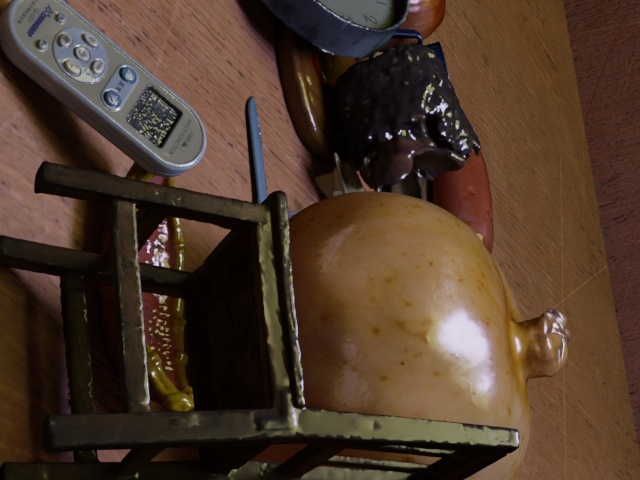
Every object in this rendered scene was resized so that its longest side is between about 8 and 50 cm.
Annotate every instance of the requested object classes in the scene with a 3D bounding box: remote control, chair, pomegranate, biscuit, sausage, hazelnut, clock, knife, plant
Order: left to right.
[{"bbox_3d":[-0.218,-0.153,1.440,0.244,0.047,0.087,40,48,-18],"label":"remote control"},{"bbox_3d":[-0.060,0.091,1.270,0.416,0.203,0.240,4,65,-24],"label":"chair"},{"bbox_3d":[-0.075,-0.057,1.873,0.044,0.019,0.313,49,32,-62],"label":"knife"},{"bbox_3d":[-0.001,-0.402,2.070,0.313,0.061,0.312,29,41,-28],"label":"clock"},{"bbox_3d":[0.008,-0.238,2.163,0.257,0.049,0.272,36,44,-58],"label":"biscuit"},{"bbox_3d":[0.104,-0.411,2.349,0.214,0.176,0.214,13,66,-31],"label":"hazelnut"},{"bbox_3d":[0.075,0.137,1.583,0.411,0.412,0.411,49,33,-47],"label":"pomegranate"},{"bbox_3d":[0.125,-0.158,2.079,0.204,0.178,0.234,45,24,-65],"label":"plant"},{"bbox_3d":[0.251,-0.058,2.546,0.113,0.114,0.259,52,29,-44],"label":"sausage"}]

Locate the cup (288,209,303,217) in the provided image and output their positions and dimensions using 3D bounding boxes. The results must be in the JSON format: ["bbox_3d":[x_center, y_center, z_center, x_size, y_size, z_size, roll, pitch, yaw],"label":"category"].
[{"bbox_3d":[0.000,0.000,1.890,0.104,0.116,0.074,63,22,-9],"label":"cup"}]

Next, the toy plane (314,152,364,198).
[{"bbox_3d":[0.056,-0.001,2.057,0.229,0.092,0.244,26,47,-80],"label":"toy plane"}]

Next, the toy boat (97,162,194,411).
[{"bbox_3d":[-0.171,0.043,1.463,0.141,0.099,0.317,43,35,-59],"label":"toy boat"}]

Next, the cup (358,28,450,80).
[{"bbox_3d":[0.132,-0.266,2.321,0.113,0.138,0.150,-29,107,-89],"label":"cup"}]
